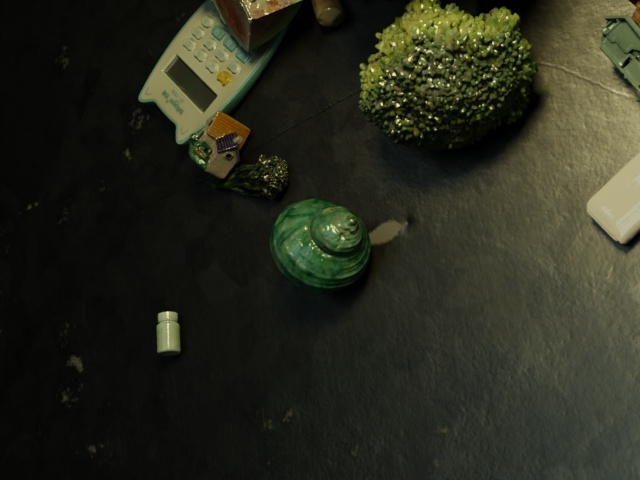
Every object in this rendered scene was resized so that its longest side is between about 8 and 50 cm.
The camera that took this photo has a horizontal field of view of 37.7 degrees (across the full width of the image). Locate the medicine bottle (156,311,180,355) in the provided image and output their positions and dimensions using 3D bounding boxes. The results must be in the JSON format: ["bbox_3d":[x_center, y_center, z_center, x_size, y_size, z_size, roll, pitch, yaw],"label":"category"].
[{"bbox_3d":[-0.306,0.188,1.885,0.047,0.047,0.083,-17,67,31],"label":"medicine bottle"}]

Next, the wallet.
[{"bbox_3d":[0.492,-0.085,1.409,0.190,0.033,0.095,-49,57,15],"label":"wallet"}]

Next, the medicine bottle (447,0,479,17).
[{"bbox_3d":[0.262,-0.488,1.669,0.058,0.058,0.199,0,76,35],"label":"medicine bottle"}]

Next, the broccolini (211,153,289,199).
[{"bbox_3d":[-0.150,-0.117,1.851,0.203,0.068,0.091,-8,92,34],"label":"broccolini"}]

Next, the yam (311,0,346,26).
[{"bbox_3d":[-0.022,-0.543,1.881,0.066,0.066,0.299,-37,58,21],"label":"yam"}]

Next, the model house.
[{"bbox_3d":[-0.201,-0.195,1.875,0.100,0.088,0.100,-45,31,22],"label":"model house"}]

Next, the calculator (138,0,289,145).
[{"bbox_3d":[-0.215,-0.395,1.982,0.386,0.054,0.256,-51,55,11],"label":"calculator"}]

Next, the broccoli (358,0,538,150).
[{"bbox_3d":[0.208,-0.282,1.551,0.288,0.235,0.259,8,82,2],"label":"broccoli"}]

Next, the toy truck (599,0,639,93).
[{"bbox_3d":[0.554,-0.245,1.353,0.184,0.133,0.338,-44,53,29],"label":"toy truck"}]

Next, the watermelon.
[{"bbox_3d":[-0.161,-0.543,1.851,0.224,0.180,0.305,-36,76,22],"label":"watermelon"}]

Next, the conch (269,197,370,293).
[{"bbox_3d":[0.001,-0.001,1.667,0.202,0.134,0.196,-15,70,32],"label":"conch"}]
